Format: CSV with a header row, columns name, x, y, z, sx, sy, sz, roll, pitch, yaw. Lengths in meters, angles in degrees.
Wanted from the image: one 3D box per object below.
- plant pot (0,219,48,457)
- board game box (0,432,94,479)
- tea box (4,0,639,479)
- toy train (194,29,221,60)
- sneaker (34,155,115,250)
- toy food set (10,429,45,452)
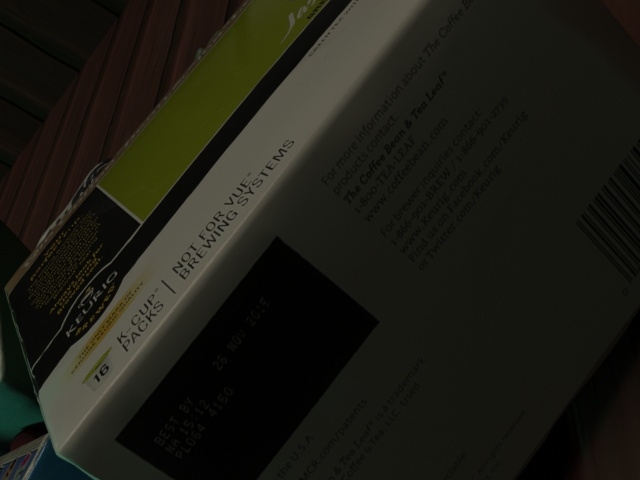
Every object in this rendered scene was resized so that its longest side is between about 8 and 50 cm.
name,x,y,z,sx,sy,sz,roll,pitch,yaw
plant pot,-0.432,0.159,1.189,0.247,0.252,0.248,-24,56,9
board game box,-0.313,0.342,0.843,0.308,0.086,0.302,-30,32,56
tea box,0.000,0.000,0.595,0.329,0.220,0.323,-51,25,-5
toy train,-0.055,-0.128,1.016,0.334,0.142,0.190,11,85,63
sneaker,-0.381,-0.021,1.551,0.153,0.099,0.282,-10,51,62
toy food set,-0.376,0.300,1.083,0.232,0.104,0.111,-41,65,-3
